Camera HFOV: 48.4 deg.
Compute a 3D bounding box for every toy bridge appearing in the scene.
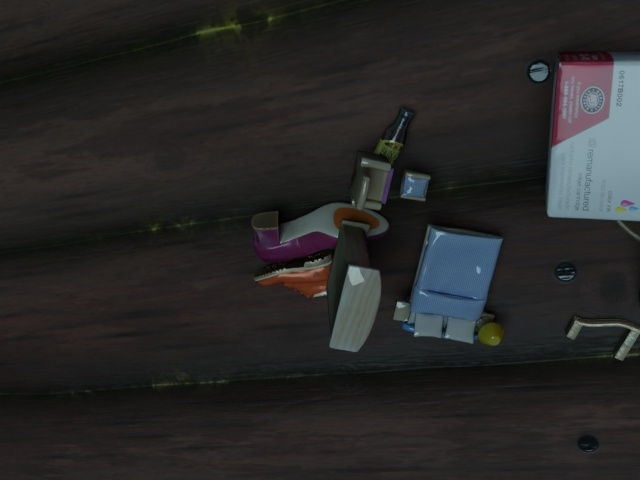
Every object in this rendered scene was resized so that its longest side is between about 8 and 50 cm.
[{"bbox_3d":[0.510,0.169,1.185,0.188,0.026,0.063,24,113,7],"label":"toy bridge"}]

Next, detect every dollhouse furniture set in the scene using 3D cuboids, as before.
[{"bbox_3d":[0.181,0.043,1.114,0.304,0.198,0.286,10,111,-6],"label":"dollhouse furniture set"}]

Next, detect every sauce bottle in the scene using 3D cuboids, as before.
[{"bbox_3d":[0.115,-0.159,1.178,0.042,0.042,0.128,27,116,6],"label":"sauce bottle"}]

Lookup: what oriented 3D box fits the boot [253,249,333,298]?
[{"bbox_3d":[-0.044,0.074,1.303,0.158,0.059,0.084,-10,111,19],"label":"boot"}]

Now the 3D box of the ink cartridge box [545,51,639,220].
[{"bbox_3d":[0.476,-0.144,0.984,0.306,0.131,0.226,4,110,17],"label":"ink cartridge box"}]

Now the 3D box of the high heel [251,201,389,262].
[{"bbox_3d":[0.000,0.000,1.268,0.244,0.082,0.117,-5,144,3],"label":"high heel"}]

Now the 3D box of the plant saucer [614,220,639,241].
[{"bbox_3d":[0.558,-0.114,1.062,0.278,0.041,0.277,6,111,15],"label":"plant saucer"}]

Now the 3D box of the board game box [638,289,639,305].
[{"bbox_3d":[0.600,0.054,1.083,0.201,0.035,0.136,0,134,17],"label":"board game box"}]
